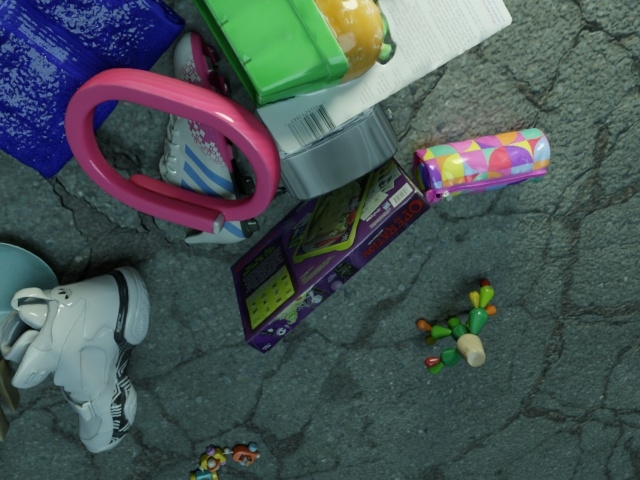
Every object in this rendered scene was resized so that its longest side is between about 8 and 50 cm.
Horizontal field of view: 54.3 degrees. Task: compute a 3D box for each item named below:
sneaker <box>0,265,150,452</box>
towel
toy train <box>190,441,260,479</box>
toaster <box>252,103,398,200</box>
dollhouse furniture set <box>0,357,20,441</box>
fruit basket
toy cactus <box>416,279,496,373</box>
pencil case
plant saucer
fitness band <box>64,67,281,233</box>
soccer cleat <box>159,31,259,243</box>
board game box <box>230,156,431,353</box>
[{"bbox_3d":[-0.416,0.213,1.028,0.210,0.137,0.365,-4,121,-40],"label":"sneaker"},{"bbox_3d":[-0.356,-0.244,0.811,0.308,0.076,0.228,-44,123,14],"label":"towel"},{"bbox_3d":[-0.212,0.509,1.373,0.125,0.046,0.166,25,112,-29],"label":"toy train"},{"bbox_3d":[-0.002,-0.158,0.921,0.227,0.129,0.146,-26,151,5],"label":"toaster"},{"bbox_3d":[-0.641,0.331,0.996,0.262,0.259,0.135,-12,116,-7],"label":"dollhouse furniture set"},{"bbox_3d":[0.020,-0.332,0.791,0.353,0.165,0.327,-33,96,-12],"label":"fruit basket"},{"bbox_3d":[0.279,0.184,1.234,0.112,0.180,0.219,40,101,-13],"label":"toy cactus"},{"bbox_3d":[0.272,-0.124,1.067,0.236,0.104,0.104,-15,126,-8],"label":"pencil case"},{"bbox_3d":[-0.518,0.075,0.998,0.195,0.037,0.195,-7,124,-11],"label":"plant saucer"},{"bbox_3d":[-0.195,-0.113,0.824,0.291,0.054,0.209,17,137,5],"label":"fitness band"},{"bbox_3d":[-0.187,-0.129,0.917,0.143,0.116,0.331,-9,122,2],"label":"soccer cleat"},{"bbox_3d":[0.000,0.000,1.000,0.347,0.208,0.056,-42,127,13],"label":"board game box"}]
